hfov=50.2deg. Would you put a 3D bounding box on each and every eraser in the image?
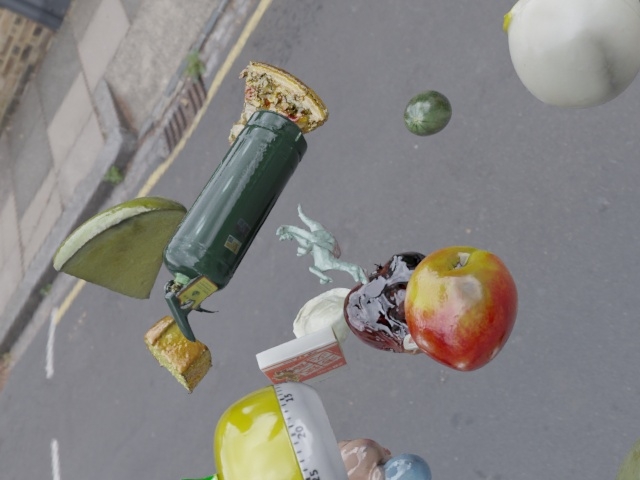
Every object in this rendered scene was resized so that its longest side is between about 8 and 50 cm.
[{"bbox_3d":[-0.029,0.250,1.397,0.157,0.230,0.038,-21,64,0],"label":"eraser"}]

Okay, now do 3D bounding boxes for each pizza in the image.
[{"bbox_3d":[-0.151,-0.356,1.799,0.288,0.074,0.251,-28,74,-10],"label":"pizza"}]

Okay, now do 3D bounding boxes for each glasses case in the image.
[{"bbox_3d":[0.198,0.203,1.382,0.083,0.021,0.032,-25,52,55],"label":"glasses case"}]

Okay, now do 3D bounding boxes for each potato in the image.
[{"bbox_3d":[-0.394,-0.013,1.464,0.255,0.269,0.112,-41,59,11],"label":"potato"}]

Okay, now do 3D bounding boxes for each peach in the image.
[{"bbox_3d":[0.230,0.111,1.116,0.190,0.190,0.192,38,136,52],"label":"peach"}]

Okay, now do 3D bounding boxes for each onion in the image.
[{"bbox_3d":[0.197,0.153,1.732,0.281,0.221,0.281,-23,40,21],"label":"onion"}]

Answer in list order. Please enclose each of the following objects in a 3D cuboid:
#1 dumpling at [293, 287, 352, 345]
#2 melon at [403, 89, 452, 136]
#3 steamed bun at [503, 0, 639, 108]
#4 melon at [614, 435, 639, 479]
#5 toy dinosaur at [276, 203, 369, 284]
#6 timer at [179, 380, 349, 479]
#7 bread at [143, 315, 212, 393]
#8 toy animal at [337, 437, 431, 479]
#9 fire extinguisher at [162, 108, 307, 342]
[{"bbox_3d":[0.013,0.255,2.200,0.179,0.131,0.252,18,74,28],"label":"dumpling"},{"bbox_3d":[0.277,-0.329,1.761,0.114,0.167,0.114,18,125,28],"label":"melon"},{"bbox_3d":[0.651,-0.507,1.734,0.334,0.374,0.334,-19,46,22],"label":"steamed bun"},{"bbox_3d":[0.672,0.482,1.252,0.272,0.272,0.308,-19,59,45],"label":"melon"},{"bbox_3d":[0.000,0.000,1.240,0.242,0.167,0.053,-92,16,-64],"label":"toy dinosaur"},{"bbox_3d":[-0.101,0.379,1.101,0.285,0.285,0.285,-25,55,43],"label":"timer"},{"bbox_3d":[-0.228,0.183,1.092,0.065,0.103,0.187,-48,-12,-24],"label":"bread"},{"bbox_3d":[0.093,0.512,1.333,0.229,0.210,0.221,-4,53,49],"label":"toy animal"},{"bbox_3d":[-0.122,-0.024,0.906,0.095,0.114,0.311,2,53,47],"label":"fire extinguisher"}]
